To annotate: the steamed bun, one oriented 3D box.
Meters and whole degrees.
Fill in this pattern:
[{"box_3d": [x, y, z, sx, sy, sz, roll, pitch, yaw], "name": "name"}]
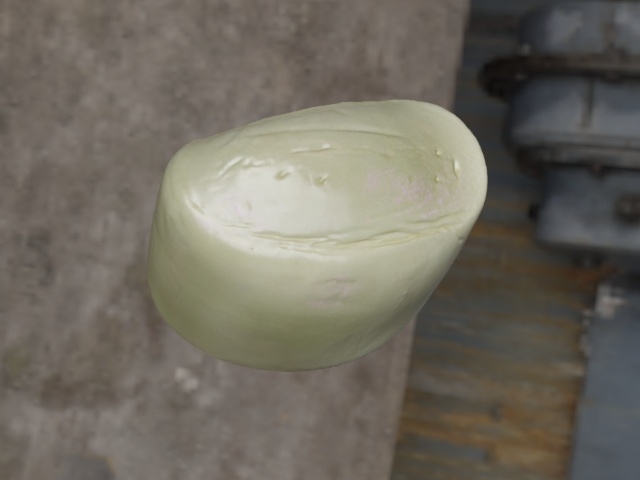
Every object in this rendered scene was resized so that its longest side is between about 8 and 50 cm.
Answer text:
[{"box_3d": [0.000, 0.000, 1.343, 0.250, 0.200, 0.155, -13, 68, -23], "name": "steamed bun"}]
